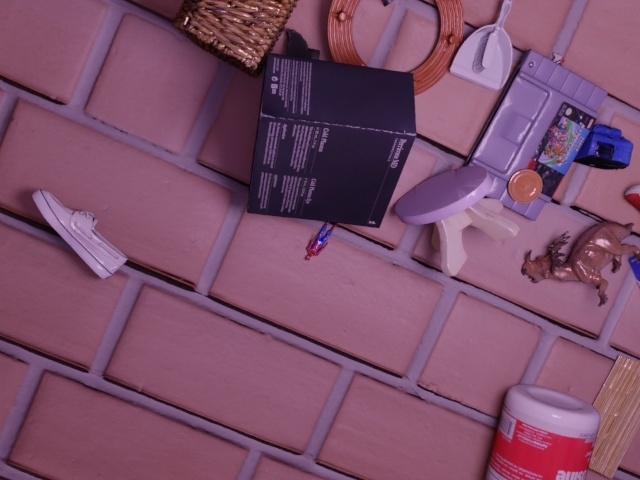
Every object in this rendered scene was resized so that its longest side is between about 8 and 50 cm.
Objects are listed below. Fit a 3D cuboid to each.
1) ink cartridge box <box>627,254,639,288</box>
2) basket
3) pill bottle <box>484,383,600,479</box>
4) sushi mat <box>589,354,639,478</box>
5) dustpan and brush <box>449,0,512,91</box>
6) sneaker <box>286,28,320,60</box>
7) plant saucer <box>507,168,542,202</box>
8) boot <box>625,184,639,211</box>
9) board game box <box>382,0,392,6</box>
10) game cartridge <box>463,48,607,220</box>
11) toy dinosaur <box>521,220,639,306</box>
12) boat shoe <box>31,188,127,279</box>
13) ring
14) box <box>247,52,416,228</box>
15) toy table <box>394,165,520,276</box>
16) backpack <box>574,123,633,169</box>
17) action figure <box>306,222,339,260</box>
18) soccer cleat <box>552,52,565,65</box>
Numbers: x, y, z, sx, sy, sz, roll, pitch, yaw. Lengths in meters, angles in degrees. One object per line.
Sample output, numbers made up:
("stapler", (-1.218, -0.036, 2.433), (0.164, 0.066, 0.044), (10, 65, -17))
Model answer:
("ink cartridge box", (0.945, 0.173, 1.938), (0.176, 0.069, 0.371), (-27, 97, -2))
("basket", (-0.176, -0.499, 1.613), (0.213, 0.299, 0.223), (29, 96, -7))
("pill bottle", (0.528, 0.582, 1.863), (0.229, 0.229, 0.408), (11, 97, -7))
("sushi mat", (0.772, 0.462, 1.977), (0.151, 0.019, 0.316), (26, 94, -7))
("dustpan and brush", (0.406, -0.478, 1.789), (0.147, 0.060, 0.211), (17, 89, -18))
("sneaker", (-0.055, -0.400, 1.765), (0.089, 0.051, 0.170), (13, 91, -7))
("plant saucer", (0.492, -0.130, 1.813), (0.083, 0.013, 0.083), (-1, 103, -2))
("boot", (0.842, -0.017, 1.865), (0.244, 0.088, 0.176), (28, 77, -8))
("board game box", (0.171, -0.682, 1.744), (0.194, 0.060, 0.194), (-39, 100, 0))
("game cartridge", (0.512, -0.248, 1.823), (0.230, 0.068, 0.355), (26, 100, -5))
("toy dinosaur", (0.663, 0.025, 1.862), (0.295, 0.127, 0.200), (-44, 93, -5))
("boat shoe", (-0.553, -0.029, 1.749), (0.084, 0.095, 0.258), (-40, 110, -4))
("ring", (0.180, -0.489, 1.742), (0.336, 0.032, 0.336), (-5, 111, -13))
("box", (0.014, -0.204, 1.639), (0.312, 0.343, 0.179), (8, 57, -7))
("toy table", (0.318, -0.057, 1.753), (0.252, 0.274, 0.161), (-45, 109, -19))
("backpack", (0.698, -0.225, 1.840), (0.120, 0.098, 0.101), (15, 92, -7))
("action figure", (0.000, 0.000, 1.834), (0.038, 0.030, 0.115), (33, 95, -14))
("soccer cleat", (0.560, -0.416, 1.837), (0.035, 0.029, 0.083), (32, 95, 6))
